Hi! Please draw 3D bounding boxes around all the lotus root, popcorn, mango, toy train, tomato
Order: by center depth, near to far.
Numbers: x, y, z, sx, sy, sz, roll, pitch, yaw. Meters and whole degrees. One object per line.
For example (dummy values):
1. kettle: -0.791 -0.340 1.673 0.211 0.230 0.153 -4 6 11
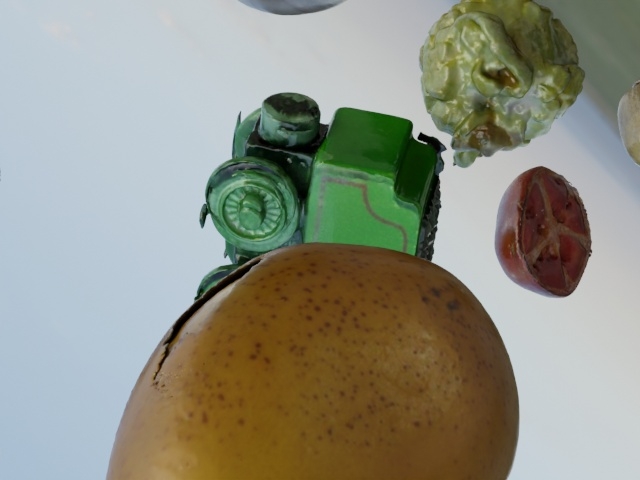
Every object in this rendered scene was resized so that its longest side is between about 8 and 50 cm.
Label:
1. mango: -0.014 0.114 0.893 0.191 0.290 0.160 46 146 -9
2. toy train: 0.000 0.000 1.346 0.188 0.243 0.132 10 -148 6
3. popcorn: 0.153 -0.147 1.419 0.135 0.141 0.162 57 168 46
4. lotus root: 0.375 -0.125 1.845 0.062 0.073 0.150 61 -162 -52
5. tomato: 0.250 -0.005 1.906 0.155 0.069 0.156 10 -104 -47

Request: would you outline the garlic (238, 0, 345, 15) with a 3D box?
1. garlic: -0.073 -0.228 0.984 0.191 0.160 0.214 -33 -72 -51
